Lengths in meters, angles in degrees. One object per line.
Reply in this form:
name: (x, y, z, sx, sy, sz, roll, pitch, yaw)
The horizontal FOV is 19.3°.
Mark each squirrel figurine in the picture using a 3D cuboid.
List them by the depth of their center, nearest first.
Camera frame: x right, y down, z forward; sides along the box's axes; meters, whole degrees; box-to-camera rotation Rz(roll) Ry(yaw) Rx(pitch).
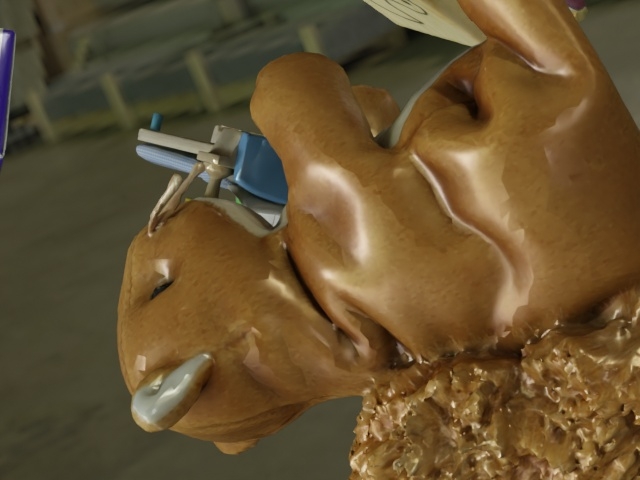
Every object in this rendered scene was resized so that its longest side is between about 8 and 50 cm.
squirrel figurine: (0.061, 0.058, 1.234, 0.370, 0.397, 0.281, -31, -13, 4)

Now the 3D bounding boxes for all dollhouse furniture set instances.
dollhouse furniture set: (-0.077, -0.009, 1.868, 0.303, 0.198, 0.286, 10, 3, -40)

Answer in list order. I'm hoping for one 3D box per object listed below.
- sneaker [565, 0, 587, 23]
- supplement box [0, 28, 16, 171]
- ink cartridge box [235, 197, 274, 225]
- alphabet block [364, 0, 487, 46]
sneaker: (0.174, -0.264, 1.761, 0.084, 0.185, 0.069, -61, -18, -11)
supplement box: (-0.359, -0.112, 1.487, 0.220, 0.114, 0.111, 6, -19, -12)
ink cartridge box: (0.000, 0.000, 2.364, 0.211, 0.121, 0.289, -33, 29, 23)
alphabet block: (0.110, -0.339, 1.971, 0.192, 0.197, 0.193, 28, 88, 55)
